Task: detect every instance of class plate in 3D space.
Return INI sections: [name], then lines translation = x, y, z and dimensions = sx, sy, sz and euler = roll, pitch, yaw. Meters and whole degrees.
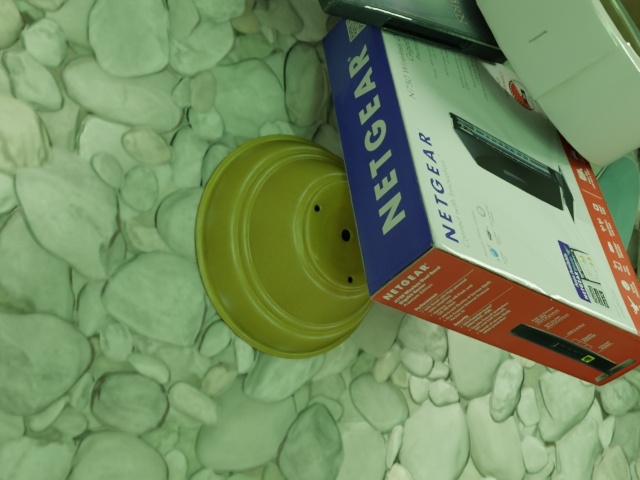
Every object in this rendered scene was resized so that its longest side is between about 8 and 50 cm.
[plate]
translation = 0.327, -0.013, 1.168
dimensions = 0.188, 0.024, 0.188
euler = -27, 127, -44

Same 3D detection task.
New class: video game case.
[video game case]
translation = 0.071, -0.279, 0.978
dimensions = 0.274, 0.026, 0.196
euler = 2, 58, -45

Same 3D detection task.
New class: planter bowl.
[planter bowl]
translation = 0.000, 0.000, 0.913
dimensions = 0.217, 0.090, 0.217
euler = 6, 80, -36

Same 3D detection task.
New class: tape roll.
[tape roll]
translation = 0.275, -0.222, 1.067
dimensions = 0.286, 0.100, 0.286
euler = 42, 30, -31

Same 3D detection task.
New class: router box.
[router box]
translation = 0.159, -0.051, 0.955
dimensions = 0.301, 0.082, 0.335
euler = 22, 42, -33

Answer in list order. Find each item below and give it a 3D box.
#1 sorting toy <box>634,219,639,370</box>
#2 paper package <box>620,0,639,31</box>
[sorting toy]
translation = 0.471, 0.077, 1.295
dimensions = 0.193, 0.038, 0.208
euler = 16, 78, -34
[paper package]
translation = 0.525, -0.270, 1.213
dimensions = 0.168, 0.309, 0.325
euler = -25, 97, -39
